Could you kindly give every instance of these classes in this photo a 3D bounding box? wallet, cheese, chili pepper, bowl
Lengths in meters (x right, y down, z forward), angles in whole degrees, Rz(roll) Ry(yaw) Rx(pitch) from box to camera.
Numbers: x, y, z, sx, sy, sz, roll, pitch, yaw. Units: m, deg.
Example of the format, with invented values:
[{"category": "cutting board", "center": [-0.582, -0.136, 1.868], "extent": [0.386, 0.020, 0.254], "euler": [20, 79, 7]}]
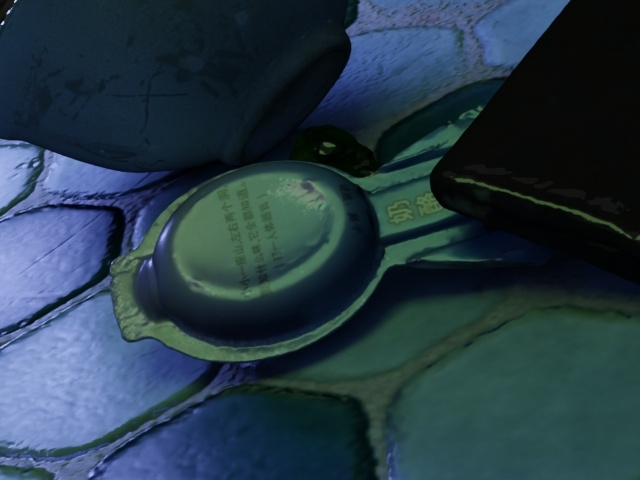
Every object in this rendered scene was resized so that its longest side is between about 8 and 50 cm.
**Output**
[{"category": "wallet", "center": [0.185, -0.062, 0.924], "extent": [0.182, 0.049, 0.229], "euler": [23, 46, 23]}, {"category": "cheese", "center": [0.000, 0.000, 0.934], "extent": [0.244, 0.052, 0.135], "euler": [-17, 54, 2]}, {"category": "chili pepper", "center": [0.039, -0.036, 1.007], "extent": [0.073, 0.050, 0.182], "euler": [-30, 30, -36]}, {"category": "bowl", "center": [-0.067, -0.138, 1.123], "extent": [0.313, 0.146, 0.313], "euler": [-45, -7, -7]}]

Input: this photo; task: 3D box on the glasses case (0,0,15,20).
[{"category": "glasses case", "center": [-0.362, -0.207, 1.597], "extent": [0.064, 0.041, 0.170], "euler": [7, 38, 43]}]
